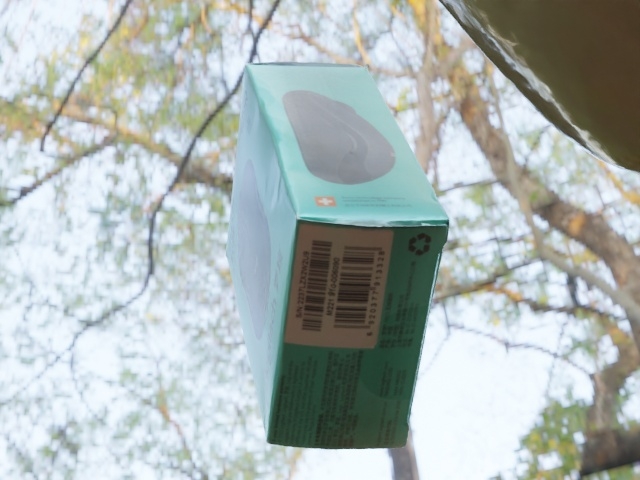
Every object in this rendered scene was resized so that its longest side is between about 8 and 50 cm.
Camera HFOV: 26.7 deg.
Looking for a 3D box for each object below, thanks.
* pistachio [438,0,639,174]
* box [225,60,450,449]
[{"bbox_3d":[0.221,-0.209,0.720,0.281,0.445,0.365,-7,-64,-53],"label":"pistachio"},{"bbox_3d":[0.000,0.000,1.103,0.118,0.311,0.205,4,-62,-13],"label":"box"}]
